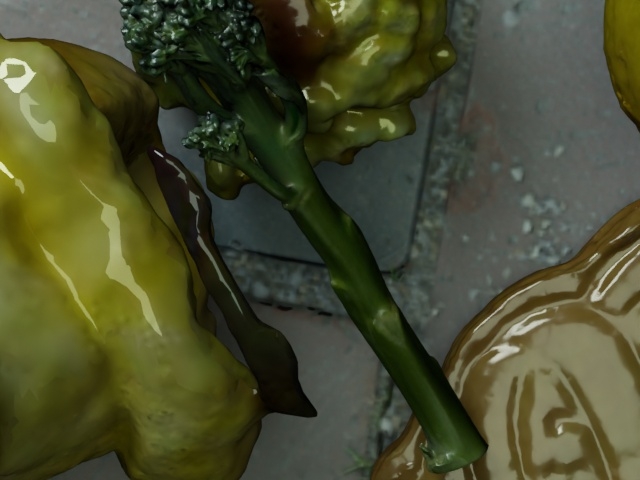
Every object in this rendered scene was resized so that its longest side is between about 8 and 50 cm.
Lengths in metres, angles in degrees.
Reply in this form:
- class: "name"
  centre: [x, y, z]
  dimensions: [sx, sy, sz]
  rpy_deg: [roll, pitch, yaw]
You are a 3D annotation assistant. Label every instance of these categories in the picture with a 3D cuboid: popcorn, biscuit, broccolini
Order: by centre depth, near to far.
- class: "popcorn"
  centre: [-0.185, 0.035, 1.079]
  dimensions: [0.381, 0.349, 0.349]
  rpy_deg: [10, 94, 16]
- class: "broccolini"
  centre: [-0.005, 0.001, 1.086]
  dimensions: [0.074, 0.079, 0.392]
  rpy_deg: [-42, 118, -20]
- class: "popcorn"
  centre: [-0.019, -0.136, 1.162]
  dimensions: [0.169, 0.218, 0.189]
  rpy_deg: [-34, 115, -40]
- class: "biscuit"
  centre: [0.216, 0.149, 1.228]
  dimensions: [0.351, 0.057, 0.312]
  rpy_deg: [-31, 92, 2]

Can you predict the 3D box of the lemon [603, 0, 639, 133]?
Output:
- class: "lemon"
  centre: [0.290, -0.153, 1.120]
  dimensions: [0.263, 0.236, 0.236]
  rpy_deg: [-30, 93, 22]
